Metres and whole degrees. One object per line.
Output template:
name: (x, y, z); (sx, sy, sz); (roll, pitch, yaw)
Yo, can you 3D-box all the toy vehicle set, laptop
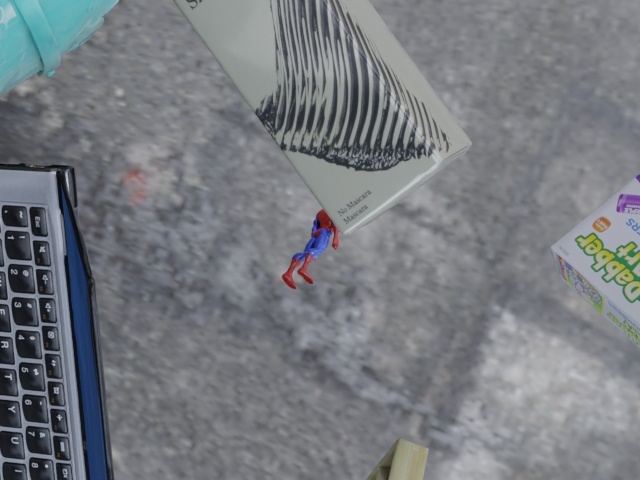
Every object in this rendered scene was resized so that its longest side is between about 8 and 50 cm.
toy vehicle set: (0.049, 0.359, 1.847); (0.035, 0.166, 0.267); (19, 57, -6)
laptop: (-0.248, 0.159, 1.137); (0.236, 0.408, 0.382); (-34, 125, -62)

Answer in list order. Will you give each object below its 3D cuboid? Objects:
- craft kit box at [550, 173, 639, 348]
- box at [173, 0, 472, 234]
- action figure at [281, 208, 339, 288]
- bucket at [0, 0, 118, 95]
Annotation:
craft kit box: (0.358, 0.013, 1.412); (0.246, 0.250, 0.061); (-41, 143, -8)
box: (-0.008, -0.149, 1.397); (0.275, 0.113, 0.094); (53, 24, 3)
action figure: (0.000, 0.000, 1.703); (0.030, 0.038, 0.115); (44, 49, -21)
bucket: (-0.291, -0.215, 1.263); (0.183, 0.281, 0.281); (-57, 132, -51)
